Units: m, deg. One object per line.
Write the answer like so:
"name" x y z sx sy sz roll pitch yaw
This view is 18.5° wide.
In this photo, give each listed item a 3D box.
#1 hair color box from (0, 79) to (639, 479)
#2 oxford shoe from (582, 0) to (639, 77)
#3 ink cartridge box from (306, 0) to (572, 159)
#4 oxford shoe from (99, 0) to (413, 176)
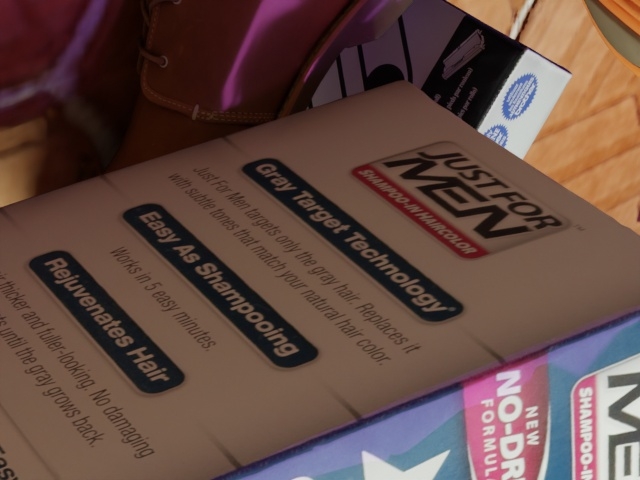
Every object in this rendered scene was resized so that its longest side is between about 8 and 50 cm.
"hair color box" -0.076 0.072 0.564 0.347 0.174 0.105 -19 123 -23
"oxford shoe" 0.175 -0.221 0.724 0.133 0.130 0.363 -13 132 -24
"ink cartridge box" 0.000 0.000 0.755 0.046 0.097 0.207 17 105 -57
"oxford shoe" -0.041 -0.064 0.690 0.076 0.076 0.212 36 92 -28
